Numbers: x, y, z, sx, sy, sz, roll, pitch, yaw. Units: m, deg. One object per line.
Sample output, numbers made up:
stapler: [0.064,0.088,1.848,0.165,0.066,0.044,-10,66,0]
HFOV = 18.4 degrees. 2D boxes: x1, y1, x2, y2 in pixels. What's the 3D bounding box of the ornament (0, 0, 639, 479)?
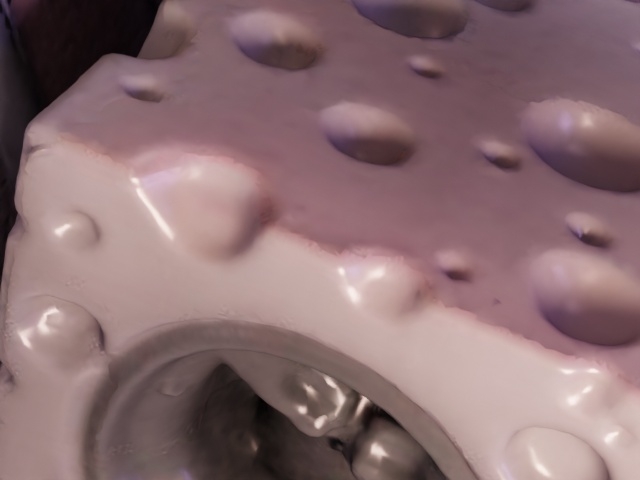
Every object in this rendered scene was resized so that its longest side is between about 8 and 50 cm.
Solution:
ornament: [0.032,0.039,0.766,0.240,0.239,0.239,-53,163,-50]
